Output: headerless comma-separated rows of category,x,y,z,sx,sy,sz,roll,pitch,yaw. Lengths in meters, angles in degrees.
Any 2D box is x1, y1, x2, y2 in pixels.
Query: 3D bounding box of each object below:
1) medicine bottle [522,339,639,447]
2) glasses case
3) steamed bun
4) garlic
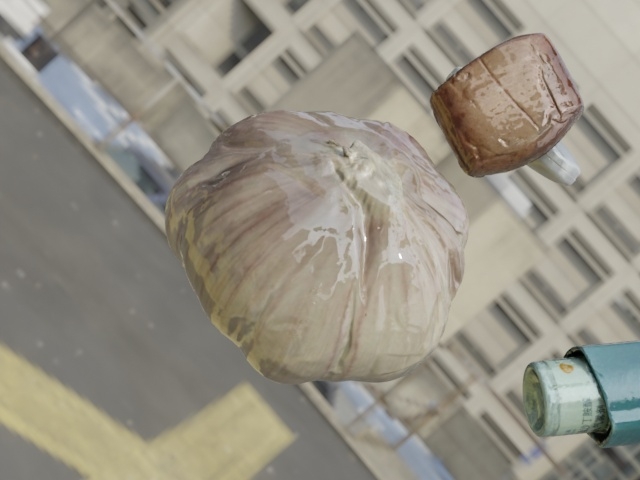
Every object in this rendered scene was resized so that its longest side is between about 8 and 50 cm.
medicine bottle,0.293,0.104,1.240,0.079,0.258,0.124,101,-21,-58
glasses case,0.254,-0.153,1.996,0.233,0.059,0.092,47,10,35
steamed bun,0.233,-0.162,1.871,0.144,0.175,0.106,62,-1,10
garlic,0.000,0.000,1.537,0.318,0.259,0.317,14,51,-18
